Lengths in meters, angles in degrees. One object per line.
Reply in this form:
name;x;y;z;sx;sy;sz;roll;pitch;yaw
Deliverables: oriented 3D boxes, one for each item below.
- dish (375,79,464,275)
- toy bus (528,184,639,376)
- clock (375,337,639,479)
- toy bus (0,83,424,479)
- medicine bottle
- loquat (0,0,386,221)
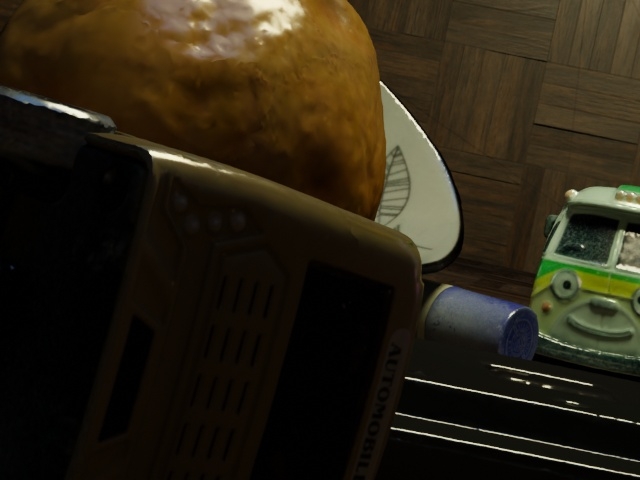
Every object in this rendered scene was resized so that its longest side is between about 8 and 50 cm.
dish;-0.042;-0.063;1.297;0.316;0.106;0.316;32;29;-20
toy bus;0.261;0.036;1.452;0.134;0.164;0.276;11;2;15
clock;0.112;0.093;0.847;0.279;0.049;0.273;11;3;-2
toy bus;-0.107;0.014;0.595;0.157;0.139;0.289;14;1;-41
medicine bottle;0.056;0.053;1.310;0.231;0.059;0.059;13;3;38
loquat;-0.070;-0.035;0.841;0.193;0.238;0.238;7;-1;35
